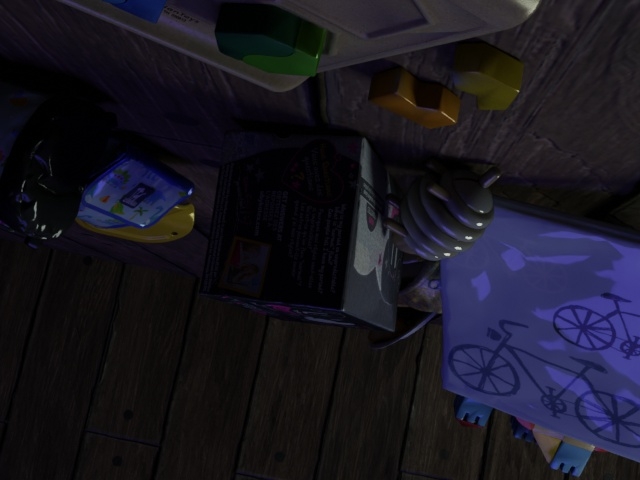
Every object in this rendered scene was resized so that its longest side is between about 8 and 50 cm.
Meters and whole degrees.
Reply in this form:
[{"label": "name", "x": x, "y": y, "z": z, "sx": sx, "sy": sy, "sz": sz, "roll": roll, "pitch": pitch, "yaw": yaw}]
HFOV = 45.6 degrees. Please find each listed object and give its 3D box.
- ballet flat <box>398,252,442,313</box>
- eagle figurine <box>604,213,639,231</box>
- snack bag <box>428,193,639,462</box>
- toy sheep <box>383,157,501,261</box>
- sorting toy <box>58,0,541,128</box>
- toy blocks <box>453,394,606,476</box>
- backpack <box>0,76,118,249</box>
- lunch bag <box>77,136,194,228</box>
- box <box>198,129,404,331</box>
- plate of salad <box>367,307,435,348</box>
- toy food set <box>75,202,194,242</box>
[{"label": "ballet flat", "x": 0.112, "y": 0.046, "z": 1.164, "sx": 0.123, "sy": 0.123, "sz": 0.348, "roll": 15, "pitch": 171, "yaw": -25}, {"label": "eagle figurine", "x": 0.397, "y": 0.099, "z": 0.842, "sx": 0.298, "sy": 0.226, "sz": 0.225, "roll": 9, "pitch": -167, "yaw": -18}, {"label": "snack bag", "x": 0.267, "y": 0.096, "z": 0.801, "sx": 0.323, "sy": 0.037, "sz": 0.342, "roll": 17, "pitch": 137, "yaw": 29}, {"label": "toy sheep", "x": 0.116, "y": -0.028, "z": 0.713, "sx": 0.091, "sy": 0.091, "sz": 0.132, "roll": 17, "pitch": 142, "yaw": -32}, {"label": "sorting toy", "x": -0.002, "y": -0.118, "z": 0.412, "sx": 0.307, "sy": 0.041, "sz": 0.229, "roll": 17, "pitch": 170, "yaw": -33}, {"label": "toy blocks", "x": 0.375, "y": 0.220, "z": 1.133, "sx": 0.381, "sy": 0.261, "sz": 0.191, "roll": 18, "pitch": -159, "yaw": -1}, {"label": "backpack", "x": -0.303, "y": -0.094, "z": 0.708, "sx": 0.182, "sy": 0.152, "sz": 0.115, "roll": 22, "pitch": 170, "yaw": 19}, {"label": "lunch bag", "x": -0.245, "y": -0.071, "z": 0.901, "sx": 0.151, "sy": 0.096, "sz": 0.129, "roll": -9, "pitch": 161, "yaw": 25}, {"label": "box", "x": 0.000, "y": 0.000, "z": 0.778, "sx": 0.142, "sy": 0.163, "sz": 0.247, "roll": 5, "pitch": 170, "yaw": 16}, {"label": "plate of salad", "x": 0.148, "y": 0.098, "z": 1.240, "sx": 0.048, "sy": 0.200, "sz": 0.200, "roll": 47, "pitch": 165, "yaw": -6}, {"label": "toy food set", "x": -0.289, "y": -0.063, "z": 1.116, "sx": 0.218, "sy": 0.071, "sz": 0.128, "roll": 15, "pitch": 147, "yaw": -36}]
